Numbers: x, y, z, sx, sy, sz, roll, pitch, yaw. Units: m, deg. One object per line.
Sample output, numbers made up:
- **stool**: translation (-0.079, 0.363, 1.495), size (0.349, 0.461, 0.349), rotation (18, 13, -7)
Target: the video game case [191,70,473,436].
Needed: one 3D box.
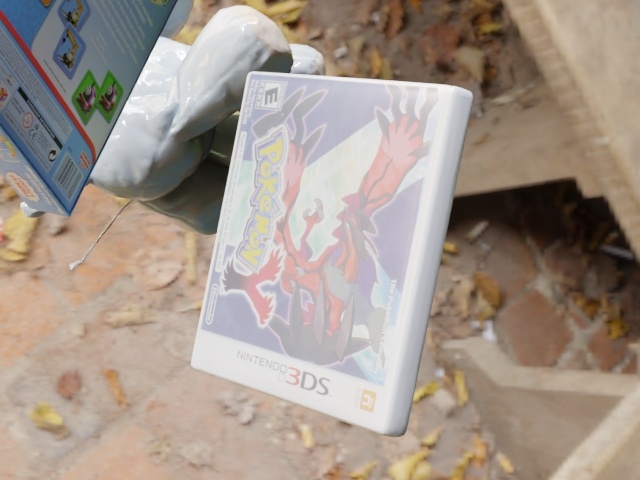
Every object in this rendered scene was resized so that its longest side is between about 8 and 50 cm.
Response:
- **video game case**: translation (0.000, 0.000, 0.795), size (0.023, 0.183, 0.201), rotation (11, 90, -44)

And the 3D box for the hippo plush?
- **hippo plush**: translation (-0.166, -0.138, 1.185), size (0.294, 0.234, 0.236), rotation (-37, 65, -8)

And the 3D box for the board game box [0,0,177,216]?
- **board game box**: translation (-0.158, -0.146, 0.815), size (0.160, 0.039, 0.211), rotation (64, 43, -55)
